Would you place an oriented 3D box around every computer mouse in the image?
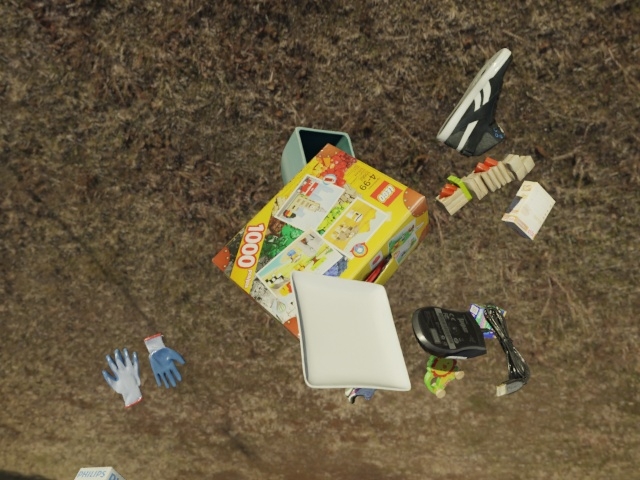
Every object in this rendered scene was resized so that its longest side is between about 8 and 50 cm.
[{"bbox_3d":[0.280,0.214,0.932,0.261,0.184,0.060,2,144,-34],"label":"computer mouse"}]

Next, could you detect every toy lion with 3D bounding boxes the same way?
[{"bbox_3d":[0.278,0.302,1.133,0.100,0.034,0.096,-46,115,0],"label":"toy lion"}]

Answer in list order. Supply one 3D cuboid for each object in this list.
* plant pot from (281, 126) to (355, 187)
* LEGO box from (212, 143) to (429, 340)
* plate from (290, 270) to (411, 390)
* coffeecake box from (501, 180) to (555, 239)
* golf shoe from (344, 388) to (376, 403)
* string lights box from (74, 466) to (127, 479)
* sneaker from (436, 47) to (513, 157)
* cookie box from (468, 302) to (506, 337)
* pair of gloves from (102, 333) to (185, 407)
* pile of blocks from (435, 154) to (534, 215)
[{"bbox_3d":[-0.027,-0.263,1.928,0.247,0.247,0.252,-1,158,-34],"label":"plant pot"},{"bbox_3d":[0.007,0.017,1.408,0.372,0.500,0.193,35,164,31],"label":"LEGO box"},{"bbox_3d":[0.059,0.212,1.125,0.277,0.277,0.045,12,140,-30],"label":"plate"},{"bbox_3d":[0.830,-0.119,1.957,0.142,0.186,0.068,35,175,-28],"label":"coffeecake box"},{"bbox_3d":[0.167,0.484,1.637,0.186,0.086,0.067,-27,156,22],"label":"golf shoe"},{"bbox_3d":[-0.379,0.511,0.762,0.076,0.260,0.133,-12,124,22],"label":"string lights box"},{"bbox_3d":[0.352,-0.272,1.018,0.121,0.079,0.217,32,113,-5],"label":"sneaker"},{"bbox_3d":[0.483,0.237,1.447,0.107,0.040,0.092,10,103,-27],"label":"cookie box"},{"bbox_3d":[-0.465,0.342,1.307,0.198,0.159,0.023,-23,-170,-24],"label":"pair of gloves"},{"bbox_3d":[0.560,-0.231,1.747,0.362,0.149,0.113,-28,119,22],"label":"pile of blocks"}]
